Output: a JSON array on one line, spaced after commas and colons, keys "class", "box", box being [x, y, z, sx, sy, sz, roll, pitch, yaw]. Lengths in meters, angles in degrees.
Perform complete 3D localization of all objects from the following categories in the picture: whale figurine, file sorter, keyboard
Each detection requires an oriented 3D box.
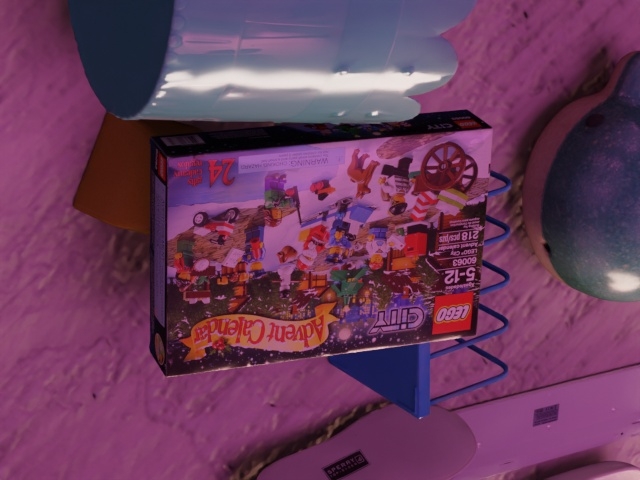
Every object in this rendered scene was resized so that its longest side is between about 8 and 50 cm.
[{"class": "whale figurine", "box": [0.298, -0.058, 1.455, 0.272, 0.141, 0.216, -32, 124, -20]}, {"class": "file sorter", "box": [0.078, 0.025, 1.360, 0.104, 0.118, 0.170, -18, 118, -32]}, {"class": "keyboard", "box": [0.198, 0.163, 1.565, 0.256, 0.014, 0.072, -10, 110, -31]}]

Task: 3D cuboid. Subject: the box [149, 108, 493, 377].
[{"class": "box", "box": [0.000, 0.000, 1.207, 0.233, 0.044, 0.159, -7, 114, -20]}]

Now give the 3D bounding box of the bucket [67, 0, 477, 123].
[{"class": "bucket", "box": [-0.041, -0.198, 1.091, 0.183, 0.281, 0.281, -4, 112, -24]}]

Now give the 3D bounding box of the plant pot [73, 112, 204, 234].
[{"class": "plant pot", "box": [-0.108, -0.038, 1.226, 0.081, 0.083, 0.081, 16, 101, -37]}]

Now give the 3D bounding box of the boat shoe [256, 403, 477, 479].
[{"class": "boat shoe", "box": [0.027, 0.192, 1.429, 0.219, 0.077, 0.070, -14, 151, -32]}]

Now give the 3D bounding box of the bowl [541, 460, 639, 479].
[{"class": "bowl", "box": [0.227, 0.267, 1.600, 0.142, 0.053, 0.142, -13, 116, -28]}]
